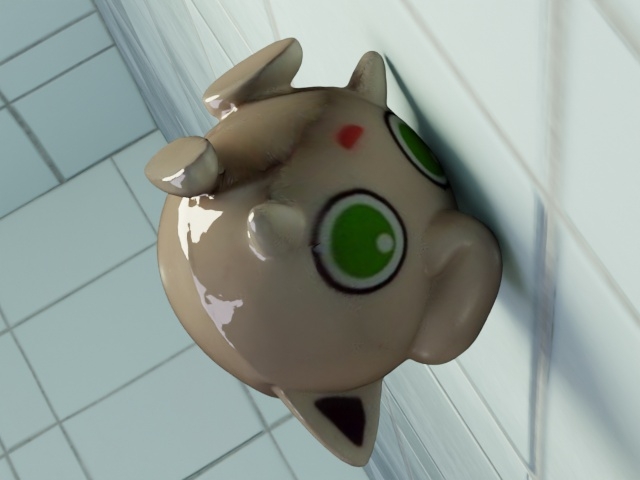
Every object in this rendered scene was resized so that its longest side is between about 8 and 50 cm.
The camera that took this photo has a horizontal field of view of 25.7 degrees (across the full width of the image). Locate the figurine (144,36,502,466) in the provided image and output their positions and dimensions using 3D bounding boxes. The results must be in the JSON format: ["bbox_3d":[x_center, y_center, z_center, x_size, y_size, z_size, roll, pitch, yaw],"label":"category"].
[{"bbox_3d":[0.000,0.000,0.537,0.138,0.125,0.125,51,177,-15],"label":"figurine"}]
